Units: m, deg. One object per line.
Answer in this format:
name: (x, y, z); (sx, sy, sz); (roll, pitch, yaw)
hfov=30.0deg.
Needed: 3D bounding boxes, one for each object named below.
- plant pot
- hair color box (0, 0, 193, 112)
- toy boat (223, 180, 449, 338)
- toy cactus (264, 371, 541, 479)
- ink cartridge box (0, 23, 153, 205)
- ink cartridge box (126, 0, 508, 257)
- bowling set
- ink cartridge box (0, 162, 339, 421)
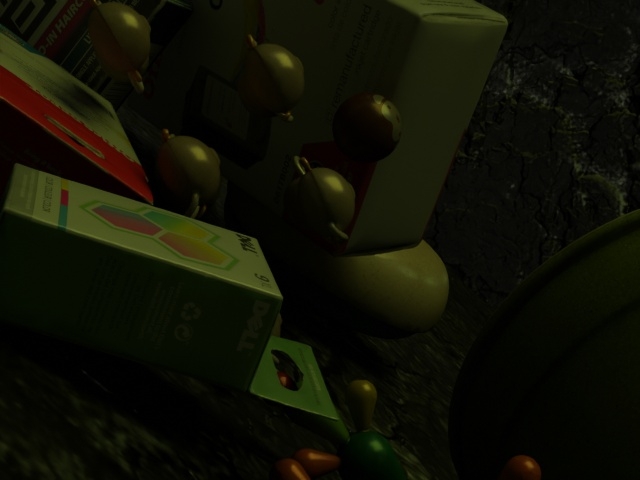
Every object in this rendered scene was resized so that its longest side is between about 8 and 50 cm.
plant pot: (0.311, 0.210, 0.800); (0.366, 0.366, 0.353); (35, 19, -30)
hair color box: (-0.302, -0.246, 1.035); (0.347, 0.174, 0.105); (39, 9, 3)
toy boat: (0.000, 0.000, 1.270); (0.267, 0.148, 0.318); (31, 17, -21)
toy cactus: (0.065, 0.162, 0.737); (0.219, 0.112, 0.180); (32, -6, 23)
ink cartridge box: (-0.204, -0.073, 0.841); (0.134, 0.078, 0.231); (36, 8, -27)
ink cartridge box: (-0.017, -0.156, 1.071); (0.306, 0.226, 0.131); (34, 28, 33)
bowling set: (-0.034, -0.073, 0.855); (0.287, 0.200, 0.154); (63, -6, -4)
ink cartridge box: (-0.083, 0.027, 0.674); (0.209, 0.062, 0.109); (19, 12, -15)
